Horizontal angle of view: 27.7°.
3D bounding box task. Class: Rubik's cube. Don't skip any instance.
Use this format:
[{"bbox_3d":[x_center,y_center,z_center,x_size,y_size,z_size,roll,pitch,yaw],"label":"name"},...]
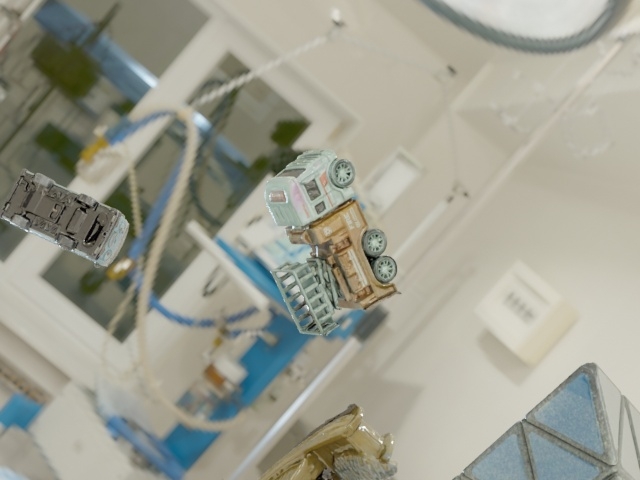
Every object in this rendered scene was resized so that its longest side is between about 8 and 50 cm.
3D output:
[{"bbox_3d":[0.263,0.266,1.318,0.228,0.229,0.233,32,-7,-8],"label":"Rubik's cube"}]

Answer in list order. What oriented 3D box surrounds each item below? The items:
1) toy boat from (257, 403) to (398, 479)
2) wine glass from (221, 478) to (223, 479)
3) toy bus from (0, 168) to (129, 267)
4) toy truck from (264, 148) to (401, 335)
[{"bbox_3d":[-0.034,0.306,1.498,0.089,0.321,0.121,44,35,-5],"label":"toy boat"},{"bbox_3d":[-0.140,0.294,1.045,0.103,0.222,0.103,48,-15,17],"label":"wine glass"},{"bbox_3d":[-0.252,-0.018,1.312,0.123,0.060,0.075,23,-10,20],"label":"toy bus"},{"bbox_3d":[-0.001,0.000,1.400,0.080,0.115,0.177,0,-63,59],"label":"toy truck"}]
